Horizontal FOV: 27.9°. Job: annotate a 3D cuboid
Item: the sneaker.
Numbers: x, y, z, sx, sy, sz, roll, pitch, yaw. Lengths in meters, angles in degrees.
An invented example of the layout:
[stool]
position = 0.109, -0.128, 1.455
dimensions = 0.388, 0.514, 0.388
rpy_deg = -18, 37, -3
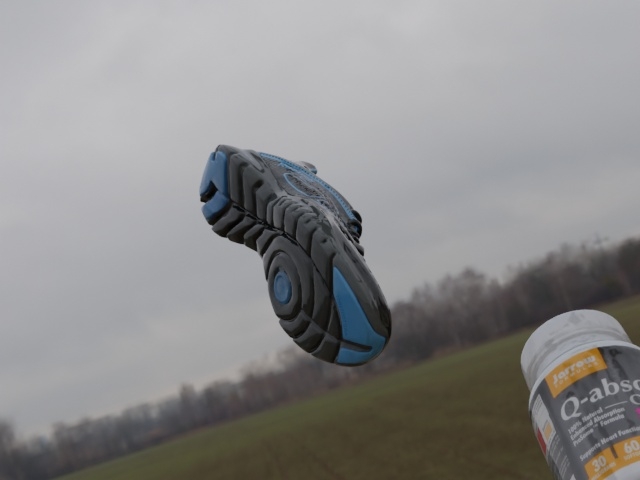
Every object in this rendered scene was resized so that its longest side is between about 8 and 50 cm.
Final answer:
[sneaker]
position = 0.000, 0.000, 1.341
dimensions = 0.139, 0.341, 0.125
rpy_deg = 0, -55, -32

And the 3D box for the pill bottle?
[pill bottle]
position = 0.324, 0.212, 1.431
dimensions = 0.162, 0.162, 0.278
rpy_deg = -18, 37, 1
